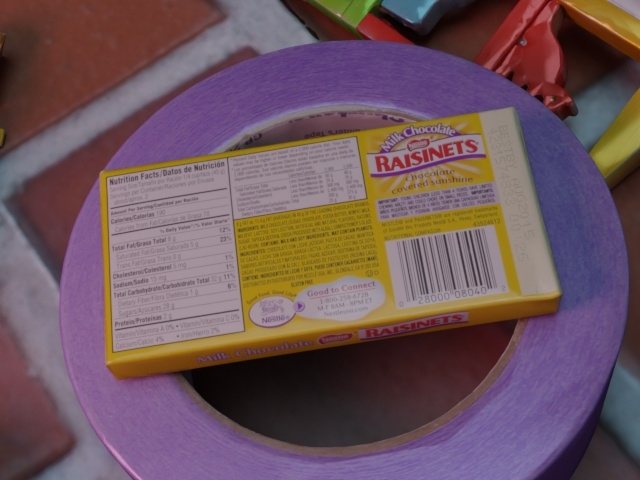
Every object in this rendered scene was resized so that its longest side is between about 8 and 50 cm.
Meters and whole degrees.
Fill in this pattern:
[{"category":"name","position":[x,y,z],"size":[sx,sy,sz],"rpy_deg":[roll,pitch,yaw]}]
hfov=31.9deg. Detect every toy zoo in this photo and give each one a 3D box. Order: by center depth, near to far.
[{"category":"toy zoo","position":[0.138,-0.156,0.658],"size":[0.293,0.030,0.192],"rpy_deg":[40,94,24]}]

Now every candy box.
[{"category":"candy box","position":[0.000,0.000,0.527],"size":[0.206,0.027,0.105],"rpy_deg":[-9,58,2]}]

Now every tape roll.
[{"category":"tape roll","position":[0.013,0.032,0.575],"size":[0.275,0.090,0.274],"rpy_deg":[-3,62,5]}]

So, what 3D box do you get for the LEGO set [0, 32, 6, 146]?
[{"category":"LEGO set","position":[-0.271,-0.029,0.632],"size":[0.132,0.107,0.287],"rpy_deg":[34,71,22]}]
